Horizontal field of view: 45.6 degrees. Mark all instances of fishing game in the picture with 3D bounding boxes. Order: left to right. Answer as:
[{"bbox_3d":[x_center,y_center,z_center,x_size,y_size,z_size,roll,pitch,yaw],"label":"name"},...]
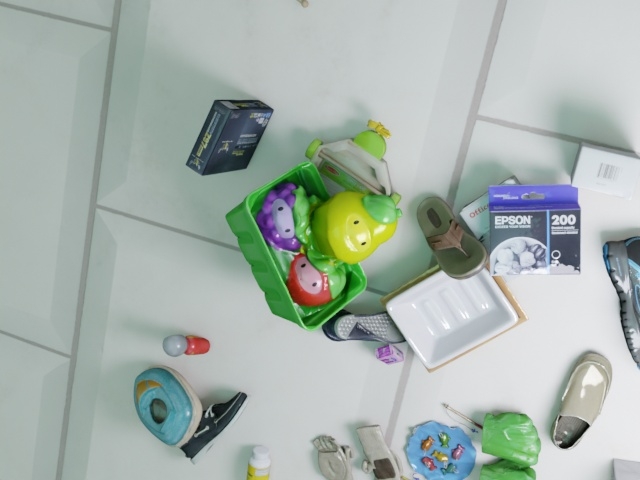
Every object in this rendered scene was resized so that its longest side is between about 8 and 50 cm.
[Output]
[{"bbox_3d":[0.319,0.567,2.025,0.189,0.041,0.264,32,110,6],"label":"fishing game"}]

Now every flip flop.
[{"bbox_3d":[0.297,-0.014,1.801,0.112,0.080,0.277,-37,46,13],"label":"flip flop"}]

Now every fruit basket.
[{"bbox_3d":[0.000,0.000,1.829,0.392,0.283,0.392,26,134,31],"label":"fruit basket"}]

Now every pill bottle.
[{"bbox_3d":[-0.177,0.655,2.195,0.065,0.065,0.116,13,105,15],"label":"pill bottle"}]

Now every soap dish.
[{"bbox_3d":[0.329,0.162,1.885,0.291,0.118,0.229,-33,92,22],"label":"soap dish"}]

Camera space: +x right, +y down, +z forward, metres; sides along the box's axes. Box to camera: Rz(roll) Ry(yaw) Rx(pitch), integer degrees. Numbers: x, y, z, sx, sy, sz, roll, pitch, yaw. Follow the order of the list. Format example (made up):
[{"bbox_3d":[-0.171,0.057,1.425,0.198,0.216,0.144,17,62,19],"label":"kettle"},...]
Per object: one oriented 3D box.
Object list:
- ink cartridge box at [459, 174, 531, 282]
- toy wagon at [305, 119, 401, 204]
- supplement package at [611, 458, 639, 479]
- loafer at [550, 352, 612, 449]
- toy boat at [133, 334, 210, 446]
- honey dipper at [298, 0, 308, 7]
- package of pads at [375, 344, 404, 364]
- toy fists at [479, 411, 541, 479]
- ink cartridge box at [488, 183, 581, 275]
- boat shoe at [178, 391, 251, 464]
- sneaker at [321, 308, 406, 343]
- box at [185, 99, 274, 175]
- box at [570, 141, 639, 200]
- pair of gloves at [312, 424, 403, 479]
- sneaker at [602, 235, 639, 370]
[{"bbox_3d":[0.454,-0.030,1.819,0.153,0.087,0.208,-33,91,21],"label":"ink cartridge box"},{"bbox_3d":[0.074,-0.149,1.931,0.267,0.068,0.344,35,110,8],"label":"toy wagon"},{"bbox_3d":[0.785,0.707,1.826,0.178,0.175,0.293,3,103,17],"label":"supplement package"},{"bbox_3d":[0.636,0.403,1.853,0.102,0.092,0.268,18,107,14],"label":"loafer"},{"bbox_3d":[-0.430,0.405,2.158,0.267,0.148,0.318,32,102,37],"label":"toy boat"},{"bbox_3d":[-0.097,-0.630,1.901,0.161,0.030,0.030,38,111,5],"label":"honey dipper"},{"bbox_3d":[0.180,0.299,1.989,0.050,0.083,0.032,-21,62,20],"label":"package of pads"},{"bbox_3d":[0.486,0.564,1.940,0.142,0.096,0.279,8,107,23],"label":"toy fists"},{"bbox_3d":[0.487,-0.024,1.737,0.206,0.045,0.208,-2,94,8],"label":"ink cartridge box"},{"bbox_3d":[-0.312,0.526,2.186,0.091,0.114,0.302,41,110,0],"label":"boat shoe"},{"bbox_3d":[0.114,0.226,1.996,0.226,0.163,0.086,7,81,-23],"label":"sneaker"},{"bbox_3d":[-0.224,-0.261,1.915,0.059,0.233,0.183,35,110,15],"label":"box"},{"bbox_3d":[0.629,-0.157,1.687,0.130,0.170,0.091,15,104,15],"label":"box"},{"bbox_3d":[0.108,0.611,2.102,0.240,0.042,0.204,-24,97,28],"label":"pair of gloves"},{"bbox_3d":[0.753,0.155,1.743,0.140,0.125,0.340,-14,99,16],"label":"sneaker"}]
